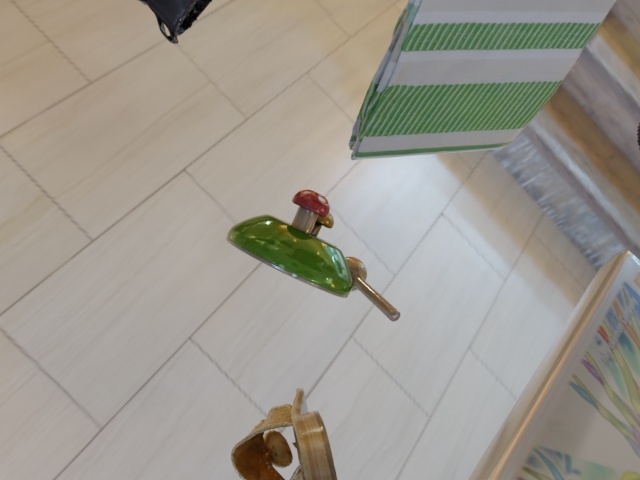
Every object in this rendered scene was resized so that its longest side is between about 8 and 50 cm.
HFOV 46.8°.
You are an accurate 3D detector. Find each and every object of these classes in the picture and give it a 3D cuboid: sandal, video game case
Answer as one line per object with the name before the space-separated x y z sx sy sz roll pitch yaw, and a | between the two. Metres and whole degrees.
sandal | -0.040 0.182 0.646 0.079 0.240 0.088 -11 83 -7
video game case | 0.242 0.182 0.435 0.300 0.036 0.329 46 42 7

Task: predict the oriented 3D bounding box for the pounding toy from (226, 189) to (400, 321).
pounding toy | 0.000 0.000 1.001 0.237 0.183 0.110 25 92 -25

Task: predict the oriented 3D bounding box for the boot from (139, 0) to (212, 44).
boot | -0.182 -0.398 0.883 0.229 0.263 0.091 35 13 5

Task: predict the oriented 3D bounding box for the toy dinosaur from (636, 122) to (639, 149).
toy dinosaur | 0.523 -0.192 1.019 0.200 0.296 0.127 20 38 -33

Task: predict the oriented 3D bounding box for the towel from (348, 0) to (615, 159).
towel | 0.177 -0.209 0.792 0.248 0.325 0.038 -5 56 -20
